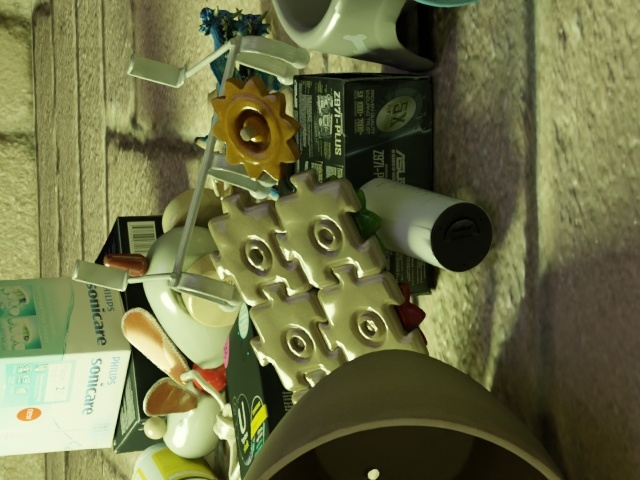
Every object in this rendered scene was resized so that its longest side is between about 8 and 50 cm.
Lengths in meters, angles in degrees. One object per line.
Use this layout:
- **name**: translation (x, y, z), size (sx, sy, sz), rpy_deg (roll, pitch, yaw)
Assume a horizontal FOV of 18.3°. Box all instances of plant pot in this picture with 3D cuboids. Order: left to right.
- **plant pot**: translation (0.056, 0.184, 1.384), size (0.274, 0.256, 0.256), rpy_deg (-88, 2, -70)

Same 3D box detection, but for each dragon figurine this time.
- **dragon figurine**: translation (-0.071, -0.142, 1.999), size (0.289, 0.085, 0.144), rpy_deg (-119, 31, -61)

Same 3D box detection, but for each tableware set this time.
- **tableware set**: translation (-0.104, -0.089, 2.169), size (0.169, 0.020, 0.141), rpy_deg (76, -172, -59)

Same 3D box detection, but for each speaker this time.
- **speaker**: translation (0.076, -0.013, 1.521), size (0.136, 0.055, 0.055), rpy_deg (19, 111, 62)

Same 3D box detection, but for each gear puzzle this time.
- **gear puzzle**: translation (-0.001, 0.025, 1.566), size (0.175, 0.044, 0.339), rpy_deg (-16, 103, 44)

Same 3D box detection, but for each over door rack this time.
- **over door rack**: translation (-0.112, -0.062, 1.854), size (0.324, 0.108, 0.239), rpy_deg (3, 77, 65)

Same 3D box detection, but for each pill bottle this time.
- **pill bottle**: translation (-0.169, 0.305, 2.367), size (0.184, 0.103, 0.103), rpy_deg (-139, 49, -69)

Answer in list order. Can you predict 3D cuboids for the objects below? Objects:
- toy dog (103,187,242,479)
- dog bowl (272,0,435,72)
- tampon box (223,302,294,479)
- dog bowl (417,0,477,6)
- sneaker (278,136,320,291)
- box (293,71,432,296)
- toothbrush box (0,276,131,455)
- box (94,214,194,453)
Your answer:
- **toy dog**: translation (-0.172, 0.109, 2.246), size (0.220, 0.161, 0.334), rpy_deg (-139, 49, -69)
- **dog bowl**: translation (0.032, -0.307, 1.593), size (0.349, 0.102, 0.349), rpy_deg (177, 90, -73)
- **tampon box**: translation (-0.023, 0.143, 1.837), size (0.120, 0.101, 0.161), rpy_deg (116, 148, -57)
- **dog bowl**: translation (0.096, -0.283, 1.283), size (0.074, 0.166, 0.297), rpy_deg (54, 144, 44)
- **sneaker**: translation (0.000, 0.000, 1.777), size (0.090, 0.081, 0.232), rpy_deg (99, 163, -56)
- **box**: translation (0.034, -0.049, 1.658), size (0.147, 0.077, 0.180), rpy_deg (-163, 71, -73)
- **toothbrush box**: translation (-0.395, 0.158, 2.429), size (0.216, 0.295, 0.126), rpy_deg (108, 152, -48)
- **box**: translation (-0.212, 0.119, 2.497), size (0.184, 0.103, 0.261), rpy_deg (134, 131, -65)
